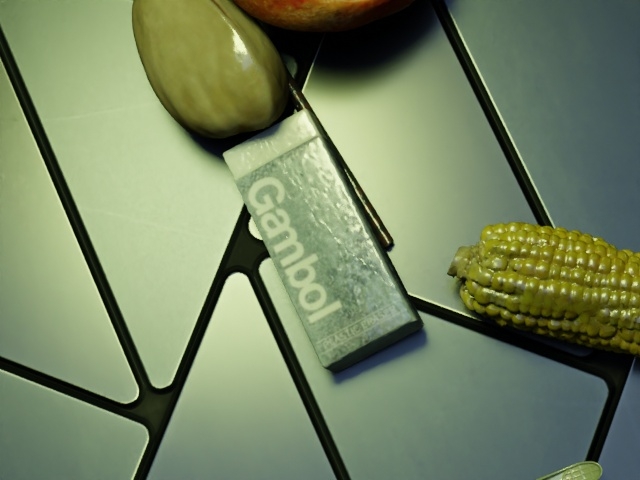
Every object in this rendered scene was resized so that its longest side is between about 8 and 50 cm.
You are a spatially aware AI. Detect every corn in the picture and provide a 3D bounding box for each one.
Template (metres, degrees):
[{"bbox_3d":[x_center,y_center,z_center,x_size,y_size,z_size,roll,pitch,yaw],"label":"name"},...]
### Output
[{"bbox_3d":[0.264,0.055,1.424,0.320,0.097,0.097,16,79,6],"label":"corn"}]

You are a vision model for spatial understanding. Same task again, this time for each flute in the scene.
[{"bbox_3d":[-0.009,-0.107,1.513,0.014,0.014,0.269,-31,78,-3],"label":"flute"}]

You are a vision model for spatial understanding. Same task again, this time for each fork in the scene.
[{"bbox_3d":[0.131,0.226,1.425,0.219,0.028,0.034,-17,74,0],"label":"fork"}]

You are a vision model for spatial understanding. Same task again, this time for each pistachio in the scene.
[{"bbox_3d":[-0.101,-0.164,1.478,0.108,0.126,0.185,-31,67,-23],"label":"pistachio"}]

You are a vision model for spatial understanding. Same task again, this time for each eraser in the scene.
[{"bbox_3d":[0.000,0.000,1.466,0.092,0.046,0.212,-29,78,8],"label":"eraser"}]

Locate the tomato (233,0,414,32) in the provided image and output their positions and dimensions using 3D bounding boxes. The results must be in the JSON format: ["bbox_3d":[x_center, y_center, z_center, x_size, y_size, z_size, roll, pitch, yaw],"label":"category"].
[{"bbox_3d":[-0.009,-0.272,1.487,0.237,0.095,0.237,10,58,-17],"label":"tomato"}]
